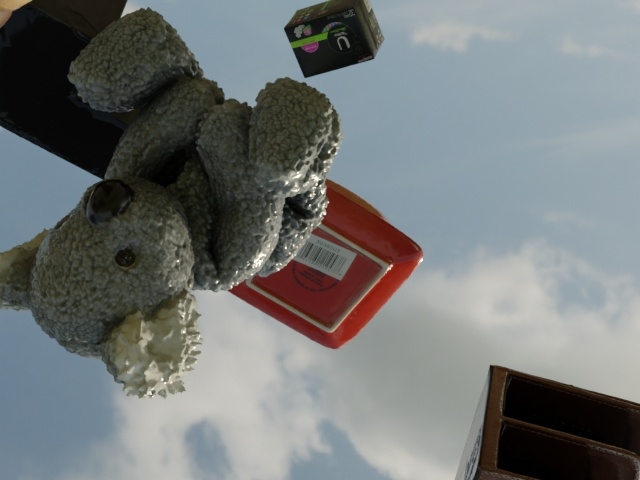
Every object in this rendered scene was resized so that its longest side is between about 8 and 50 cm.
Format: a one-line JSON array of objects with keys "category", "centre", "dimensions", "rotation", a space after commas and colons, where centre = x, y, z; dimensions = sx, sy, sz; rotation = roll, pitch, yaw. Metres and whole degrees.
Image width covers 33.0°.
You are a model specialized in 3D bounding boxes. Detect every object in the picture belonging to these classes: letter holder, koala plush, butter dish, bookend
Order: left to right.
[{"category": "bookend", "centre": [-0.185, -0.139, 0.851], "dimensions": [0.156, 0.157, 0.072], "rotation": [28, -131, -21]}, {"category": "koala plush", "centre": [-0.115, -0.002, 0.752], "dimensions": [0.196, 0.203, 0.221], "rotation": [26, -123, 18]}, {"category": "butter dish", "centre": [0.000, 0.000, 1.063], "dimensions": [0.160, 0.160, 0.118], "rotation": [31, -148, -14]}, {"category": "letter holder", "centre": [0.236, 0.309, 1.100], "dimensions": [0.214, 0.302, 0.152], "rotation": [14, -145, 5]}]

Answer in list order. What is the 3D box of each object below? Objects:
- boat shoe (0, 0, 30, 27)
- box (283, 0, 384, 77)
[{"category": "boat shoe", "centre": [-0.199, -0.157, 0.409], "dimensions": [0.073, 0.207, 0.073], "rotation": [-27, -160, 22]}, {"category": "box", "centre": [0.015, -0.217, 1.134], "dimensions": [0.083, 0.062, 0.052], "rotation": [-12, -151, 25]}]
